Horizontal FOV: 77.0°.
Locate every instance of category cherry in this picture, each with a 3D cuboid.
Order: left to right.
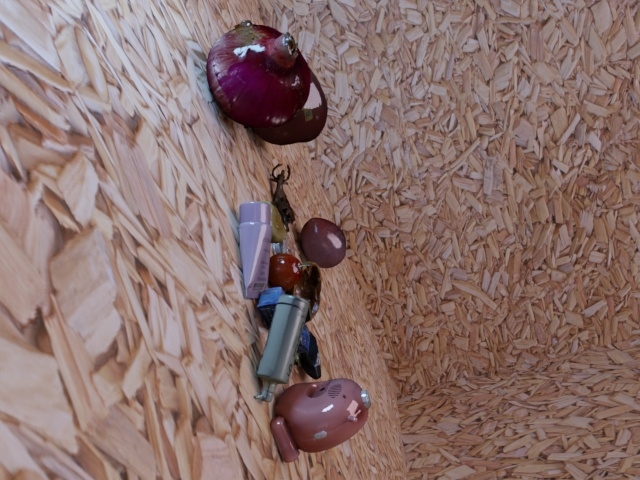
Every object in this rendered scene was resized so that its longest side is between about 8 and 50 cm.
[{"bbox_3d":[0.000,0.008,1.846,0.240,0.206,0.239,28,37,-23],"label":"cherry"}]

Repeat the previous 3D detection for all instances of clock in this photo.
[{"bbox_3d":[0.012,0.438,1.059,0.227,0.242,0.142,-20,90,-79],"label":"clock"}]

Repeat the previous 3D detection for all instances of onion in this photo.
[{"bbox_3d":[-0.169,-0.537,1.278,0.385,0.348,0.347,-8,-78,59],"label":"onion"}]

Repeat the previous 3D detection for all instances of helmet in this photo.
[{"bbox_3d":[-0.177,-0.532,1.591,0.230,0.338,0.384,-44,129,-39],"label":"helmet"}]

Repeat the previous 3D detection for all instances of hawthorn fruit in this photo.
[{"bbox_3d":[-0.116,0.094,1.293,0.125,0.140,0.125,30,34,-22],"label":"hawthorn fruit"}]

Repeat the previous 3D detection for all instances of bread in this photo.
[{"bbox_3d":[-0.171,-0.045,1.322,0.094,0.083,0.157,-93,160,-45],"label":"bread"}]

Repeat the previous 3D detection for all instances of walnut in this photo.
[{"bbox_3d":[-0.071,0.176,1.419,0.167,0.087,0.210,-4,97,-57],"label":"walnut"}]

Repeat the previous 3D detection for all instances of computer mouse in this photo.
[{"bbox_3d":[-0.036,0.389,1.353,0.192,0.062,0.105,-110,-167,-61],"label":"computer mouse"}]

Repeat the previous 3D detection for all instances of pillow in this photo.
[{"bbox_3d":[-0.120,0.067,1.523,0.232,0.043,0.126,-99,171,-51],"label":"pillow"}]

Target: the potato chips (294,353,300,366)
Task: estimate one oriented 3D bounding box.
[{"bbox_3d":[-0.079,0.322,1.339,0.207,0.028,0.091,-86,158,-58],"label":"potato chips"}]

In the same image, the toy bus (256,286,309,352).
[{"bbox_3d":[-0.100,0.239,1.183,0.094,0.079,0.236,-75,149,-43],"label":"toy bus"}]

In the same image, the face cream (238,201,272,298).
[{"bbox_3d":[-0.186,0.030,1.153,0.154,0.096,0.273,37,50,-78],"label":"face cream"}]

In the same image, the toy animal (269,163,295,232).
[{"bbox_3d":[-0.159,-0.173,1.664,0.259,0.087,0.243,-92,175,-61],"label":"toy animal"}]

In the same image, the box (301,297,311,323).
[{"bbox_3d":[-0.072,0.241,1.328,0.083,0.035,0.079,-23,117,-41],"label":"box"}]

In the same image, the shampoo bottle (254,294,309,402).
[{"bbox_3d":[-0.100,0.272,1.020,0.085,0.085,0.262,56,44,-57],"label":"shampoo bottle"}]

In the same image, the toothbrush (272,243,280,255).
[{"bbox_3d":[-0.136,0.131,1.371,0.021,0.024,0.287,61,16,-58],"label":"toothbrush"}]
